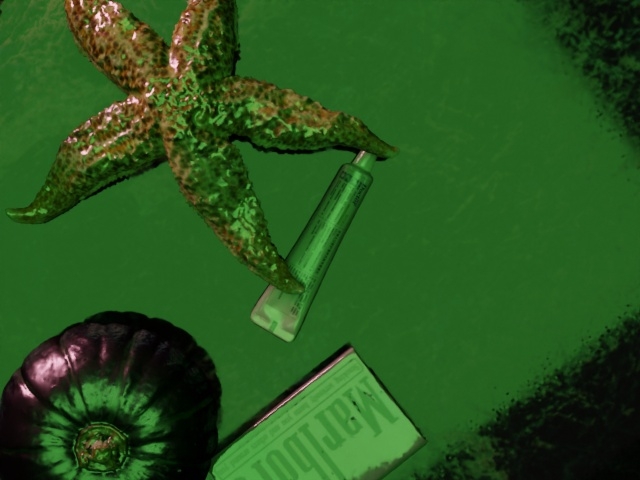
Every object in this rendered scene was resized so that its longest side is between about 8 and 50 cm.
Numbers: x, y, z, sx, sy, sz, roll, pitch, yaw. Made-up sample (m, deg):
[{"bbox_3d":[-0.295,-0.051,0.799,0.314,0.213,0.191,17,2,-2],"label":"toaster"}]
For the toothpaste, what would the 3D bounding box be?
[{"bbox_3d":[0.000,0.000,1.231,0.048,0.029,0.197,29,92,3],"label":"toothpaste"}]

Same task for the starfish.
[{"bbox_3d":[-0.105,-0.131,1.194,0.358,0.078,0.347,3,86,3],"label":"starfish"}]

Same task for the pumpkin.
[{"bbox_3d":[-0.190,0.171,1.171,0.202,0.140,0.202,0,94,-1],"label":"pumpkin"}]

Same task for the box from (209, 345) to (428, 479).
[{"bbox_3d":[-0.004,0.196,1.231,0.177,0.036,0.115,-38,93,-1],"label":"box"}]
